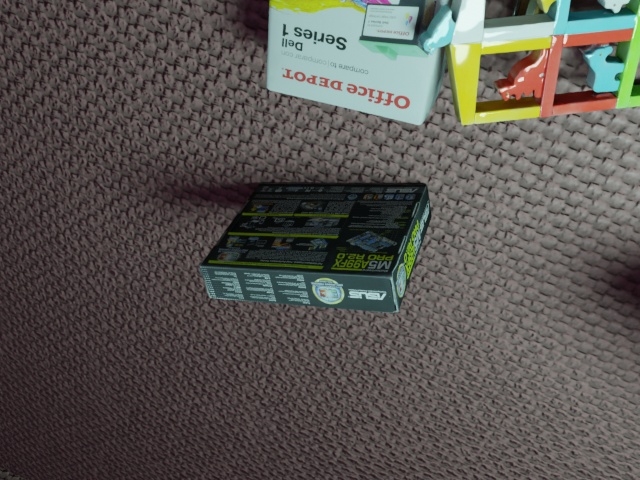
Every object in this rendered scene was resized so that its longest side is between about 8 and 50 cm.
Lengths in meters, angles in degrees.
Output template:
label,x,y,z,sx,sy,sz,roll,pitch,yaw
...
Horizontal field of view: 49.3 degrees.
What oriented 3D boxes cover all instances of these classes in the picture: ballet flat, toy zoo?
label,x,y,z,sx,sy,sz,roll,pitch,yaw
ballet flat,0.238,-0.268,0.776,0.041,0.041,0.114,16,130,11
toy zoo,0.249,-0.222,0.732,0.293,0.030,0.192,-7,127,-4

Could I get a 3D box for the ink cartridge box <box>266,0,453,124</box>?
label,x,y,z,sx,sy,sz,roll,pitch,yaw
ink cartridge box,0.054,-0.291,0.783,0.201,0.117,0.278,16,130,11

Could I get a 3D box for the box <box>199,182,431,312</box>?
label,x,y,z,sx,sy,sz,roll,pitch,yaw
box,0.000,0.000,0.970,0.270,0.216,0.060,2,127,21
